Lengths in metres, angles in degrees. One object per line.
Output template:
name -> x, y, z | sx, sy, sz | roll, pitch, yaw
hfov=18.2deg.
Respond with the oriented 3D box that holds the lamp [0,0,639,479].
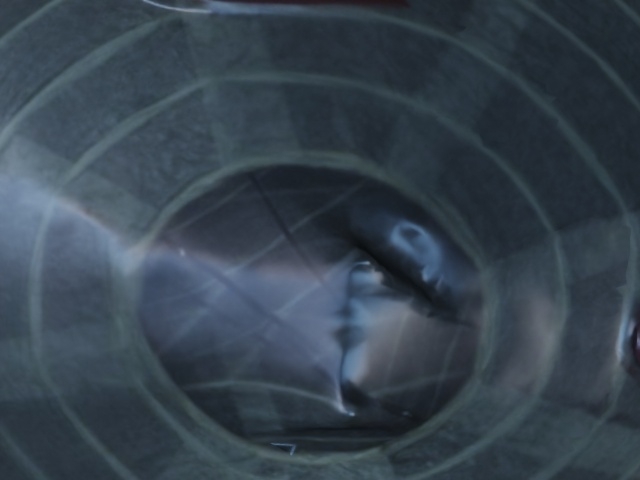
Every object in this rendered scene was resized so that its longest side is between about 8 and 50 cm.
lamp -> 0.000, 0.000, 0.495 | 0.265, 0.233, 0.233 | 22, 114, -8
